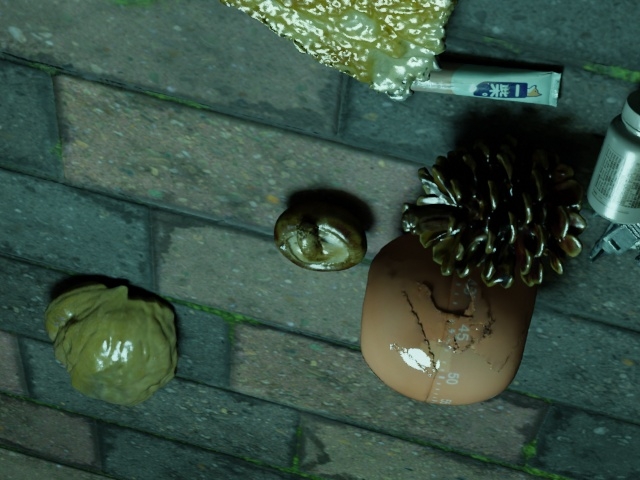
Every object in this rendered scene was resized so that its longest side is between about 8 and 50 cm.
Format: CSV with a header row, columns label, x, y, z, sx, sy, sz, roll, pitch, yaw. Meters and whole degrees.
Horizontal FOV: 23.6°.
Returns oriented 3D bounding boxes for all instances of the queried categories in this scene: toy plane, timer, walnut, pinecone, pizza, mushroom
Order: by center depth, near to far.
label,x,y,z,sx,sy,sz,roll,pitch,yaw
pizza,0.006,-0.340,1.518,0.435,0.080,0.392,27,147,-17
pinecone,0.200,-0.034,1.802,0.212,0.169,0.186,2,132,1
toy plane,0.370,-0.010,1.839,0.160,0.082,0.234,47,144,3
timer,0.164,0.097,1.957,0.214,0.230,0.230,7,146,6
mushroom,0.000,0.000,2.020,0.127,0.087,0.127,15,145,11
walnut,-0.315,0.171,2.384,0.204,0.141,0.238,-20,135,38

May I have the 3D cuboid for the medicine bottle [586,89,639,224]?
label,x,y,z,sx,sy,sz,roll,pitch,yaw
medicine bottle,0.350,-0.093,1.701,0.079,0.079,0.140,15,129,4

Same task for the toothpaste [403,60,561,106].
label,x,y,z,sx,sy,sz,roll,pitch,yaw
toothpaste,0.166,-0.181,1.722,0.205,0.036,0.056,7,147,9
